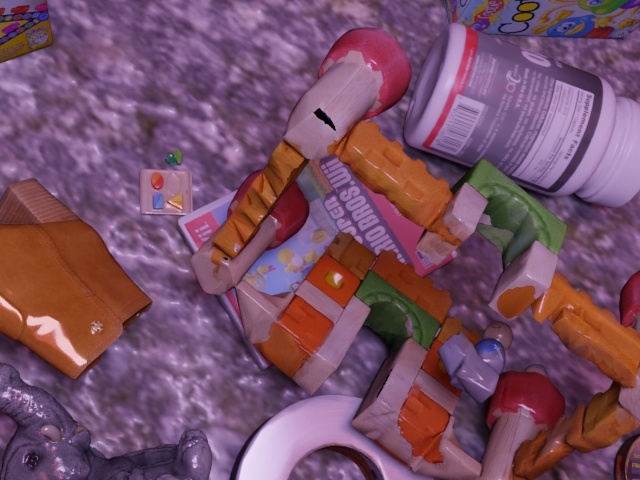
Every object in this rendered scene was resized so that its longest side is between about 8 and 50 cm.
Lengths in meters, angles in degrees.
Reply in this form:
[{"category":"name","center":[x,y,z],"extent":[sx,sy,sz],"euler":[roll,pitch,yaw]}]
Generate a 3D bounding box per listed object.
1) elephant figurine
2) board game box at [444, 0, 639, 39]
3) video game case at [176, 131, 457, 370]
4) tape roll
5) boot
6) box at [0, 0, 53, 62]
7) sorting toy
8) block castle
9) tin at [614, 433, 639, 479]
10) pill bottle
[{"category":"elephant figurine","center":[-0.238,0.245,0.835],"extent":[0.240,0.169,0.186],"euler":[11,52,-14]},{"category":"board game box","center":[0.318,-0.376,1.164],"extent":[0.275,0.142,0.144],"euler":[-2,73,-14]},{"category":"video game case","center":[0.000,0.000,1.033],"extent":[0.285,0.025,0.204],"euler":[-28,81,-19]},{"category":"tape roll","center":[0.010,0.280,0.920],"extent":[0.219,0.072,0.219],"euler":[4,71,-12]},{"category":"boot","center":[-0.319,0.063,0.854],"extent":[0.211,0.104,0.295],"euler":[47,41,6]},{"category":"box","center":[-0.438,-0.370,0.915],"extent":[0.177,0.279,0.289],"euler":[-26,79,-19]},{"category":"sorting toy","center":[-0.185,-0.071,1.020],"extent":[0.062,0.012,0.083],"euler":[0,73,-13]},{"category":"block castle","center":[0.124,0.035,0.870],"extent":[0.453,0.303,0.213],"euler":[38,41,-1]},{"category":"tin","center":[0.449,0.288,1.038],"extent":[0.190,0.040,0.106],"euler":[8,75,-11]},{"category":"pill bottle","center":[0.263,-0.150,1.069],"extent":[0.283,0.161,0.161],"euler":[19,69,-7]}]
